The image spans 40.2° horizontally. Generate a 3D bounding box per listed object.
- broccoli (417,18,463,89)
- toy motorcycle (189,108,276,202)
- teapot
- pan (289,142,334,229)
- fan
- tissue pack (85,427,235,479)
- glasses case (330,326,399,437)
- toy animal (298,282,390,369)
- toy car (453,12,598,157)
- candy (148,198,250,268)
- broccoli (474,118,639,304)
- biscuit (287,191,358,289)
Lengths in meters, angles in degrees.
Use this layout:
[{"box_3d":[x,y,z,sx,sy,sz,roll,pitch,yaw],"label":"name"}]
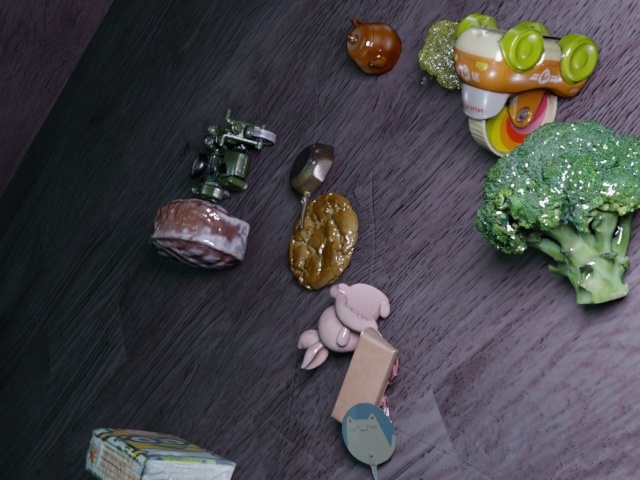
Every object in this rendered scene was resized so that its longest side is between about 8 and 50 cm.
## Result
[{"box_3d":[0.245,-0.342,1.610,0.120,0.130,0.131,102,164,-87],"label":"broccoli"},{"box_3d":[-0.231,-0.203,2.184,0.275,0.127,0.205,-2,72,57],"label":"toy motorcycle"},{"box_3d":[0.100,-0.410,1.829,0.116,0.116,0.173,-48,42,32],"label":"teapot"},{"box_3d":[-0.026,-0.136,1.900,0.128,0.048,0.201,-44,31,33],"label":"pan"},{"box_3d":[0.091,0.378,1.568,0.113,0.005,0.175,-12,86,35],"label":"fan"},{"box_3d":[-0.374,0.520,2.000,0.311,0.228,0.127,5,82,54],"label":"tissue pack"},{"box_3d":[0.103,0.262,1.596,0.103,0.070,0.193,29,111,31],"label":"glasses case"},{"box_3d":[0.042,0.171,1.692,0.212,0.124,0.124,-52,40,42],"label":"toy animal"},{"box_3d":[0.310,-0.239,1.401,0.145,0.235,0.235,39,109,53],"label":"toy car"},{"box_3d":[-0.295,-0.017,2.119,0.290,0.214,0.157,-3,68,53],"label":"candy"},{"box_3d":[0.358,-0.038,1.253,0.270,0.270,0.270,-15,96,51],"label":"broccoli"},{"box_3d":[0.000,0.000,1.861,0.226,0.042,0.225,-26,57,48],"label":"biscuit"}]
